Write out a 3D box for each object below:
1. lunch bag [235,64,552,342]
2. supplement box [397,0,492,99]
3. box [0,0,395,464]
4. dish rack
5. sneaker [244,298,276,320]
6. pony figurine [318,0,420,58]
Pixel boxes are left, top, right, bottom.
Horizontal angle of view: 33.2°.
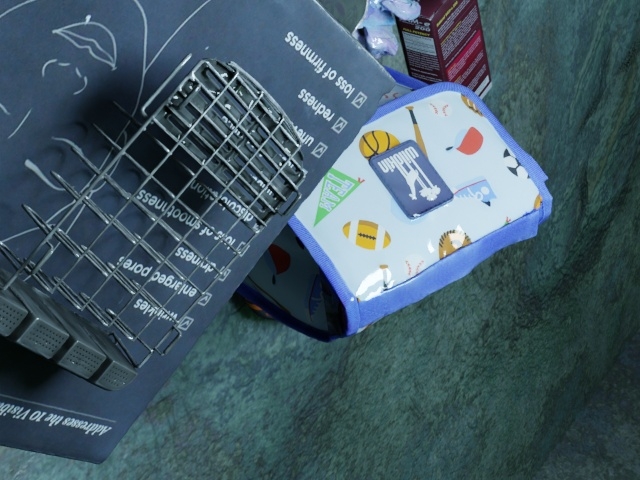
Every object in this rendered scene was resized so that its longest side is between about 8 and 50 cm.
[{"bbox_3d":[0.040,-0.057,1.315,0.327,0.385,0.239,-27,129,-26],"label":"lunch bag"},{"bbox_3d":[0.204,-0.309,1.742,0.130,0.073,0.239,-50,143,-27],"label":"supplement box"},{"bbox_3d":[-0.266,-0.105,0.900,0.472,0.297,0.480,-53,146,3],"label":"box"},{"bbox_3d":[-0.136,-0.015,0.820,0.271,0.074,0.208,-49,147,-3],"label":"dish rack"},{"bbox_3d":[0.000,0.000,1.602,0.321,0.124,0.180,-33,137,-27],"label":"sneaker"},{"bbox_3d":[-0.027,-0.332,1.277,0.363,0.302,0.351,5,71,-52],"label":"pony figurine"}]
